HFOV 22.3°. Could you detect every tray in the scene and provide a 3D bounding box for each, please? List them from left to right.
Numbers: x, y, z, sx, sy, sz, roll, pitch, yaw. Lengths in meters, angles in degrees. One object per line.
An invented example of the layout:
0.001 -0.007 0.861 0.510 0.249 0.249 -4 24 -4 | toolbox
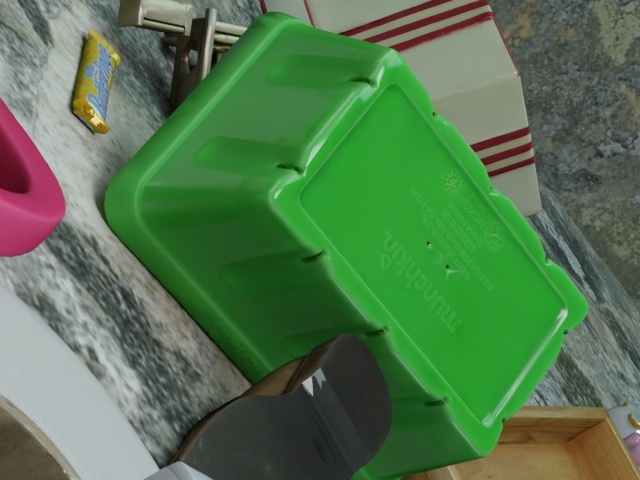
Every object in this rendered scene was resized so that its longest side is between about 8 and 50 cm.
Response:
0.213 0.265 1.580 0.411 0.076 0.203 9 50 -55 | tray

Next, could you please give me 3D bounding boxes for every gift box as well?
0.064 -0.153 1.706 0.255 0.258 0.276 -107 178 -46 | gift box

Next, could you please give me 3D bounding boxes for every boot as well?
-0.051 0.155 1.076 0.112 0.115 0.305 65 23 -4 | boot

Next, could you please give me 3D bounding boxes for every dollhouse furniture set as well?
-0.135 -0.166 1.562 0.182 0.101 0.161 7 0 -33 | dollhouse furniture set

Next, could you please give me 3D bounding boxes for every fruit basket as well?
0.000 0.000 1.378 0.392 0.283 0.392 31 -25 16 | fruit basket

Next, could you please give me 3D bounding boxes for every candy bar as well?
-0.189 -0.134 1.373 0.040 0.018 0.161 50 16 -24 | candy bar

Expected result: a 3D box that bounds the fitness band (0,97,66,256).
-0.251 -0.087 0.894 0.209 0.054 0.291 33 11 -48 | fitness band

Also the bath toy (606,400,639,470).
0.360 0.302 1.988 0.151 0.129 0.348 37 16 -1 | bath toy

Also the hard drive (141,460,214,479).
0.030 0.282 0.908 0.353 0.047 0.233 42 22 -51 | hard drive

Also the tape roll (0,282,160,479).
-0.168 0.160 0.751 0.392 0.072 0.392 51 15 -20 | tape roll
